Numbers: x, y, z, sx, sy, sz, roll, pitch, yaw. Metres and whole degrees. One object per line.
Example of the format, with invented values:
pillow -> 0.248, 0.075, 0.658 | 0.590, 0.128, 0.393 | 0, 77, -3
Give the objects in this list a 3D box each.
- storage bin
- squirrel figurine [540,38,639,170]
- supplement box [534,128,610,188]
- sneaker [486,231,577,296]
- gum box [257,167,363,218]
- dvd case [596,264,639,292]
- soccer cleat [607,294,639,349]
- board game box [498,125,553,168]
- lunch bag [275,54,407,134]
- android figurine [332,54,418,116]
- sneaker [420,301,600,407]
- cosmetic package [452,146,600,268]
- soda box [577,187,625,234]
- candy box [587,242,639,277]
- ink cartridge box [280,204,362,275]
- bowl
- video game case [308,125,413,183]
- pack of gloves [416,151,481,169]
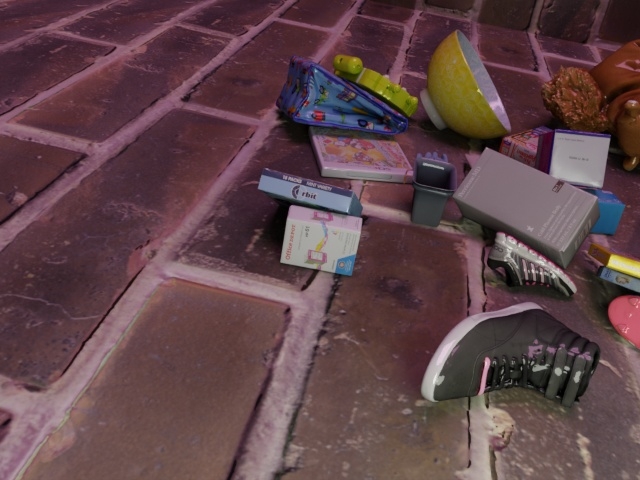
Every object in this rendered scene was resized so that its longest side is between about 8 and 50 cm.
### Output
storage bin -> 0.207, -0.092, 1.400 | 0.098, 0.091, 0.135 | 12, 29, 3
squirrel figurine -> 0.785, -0.340, 1.905 | 0.396, 0.281, 0.370 | 4, 38, 17
supplement box -> 0.532, -0.174, 1.541 | 0.111, 0.114, 0.220 | 7, 8, 8
sneaker -> 0.355, 0.055, 1.229 | 0.170, 0.075, 0.063 | 32, 11, -6
gum box -> -0.012, -0.073, 1.257 | 0.156, 0.041, 0.184 | 16, -4, 9
dvd case -> 0.599, 0.096, 1.188 | 0.253, 0.022, 0.180 | 24, 11, 31
soccer cleat -> 0.573, 0.156, 1.119 | 0.248, 0.083, 0.095 | 21, 2, 28
board game box -> 0.559, -0.225, 1.785 | 0.193, 0.045, 0.146 | -19, 41, -40
lunch bag -> 0.065, -0.321, 1.720 | 0.293, 0.138, 0.221 | 16, 14, -19
android figurine -> 0.144, -0.389, 1.831 | 0.248, 0.056, 0.273 | 28, 4, -32
sneaker -> 0.267, 0.167, 0.955 | 0.295, 0.105, 0.146 | -13, 32, -42
cosmetic package -> 0.383, -0.064, 1.347 | 0.238, 0.127, 0.107 | 30, -7, 30
soda box -> 0.500, -0.066, 1.466 | 0.210, 0.071, 0.067 | 6, 28, -8
candy box -> 0.517, 0.039, 1.206 | 0.105, 0.027, 0.206 | 17, 8, 10
ink cartridge box -> 0.000, 0.000, 1.178 | 0.122, 0.089, 0.052 | 11, 31, 1
bowl -> 0.346, -0.364, 1.816 | 0.156, 0.289, 0.289 | -27, 19, 23
video game case -> 0.087, -0.194, 1.604 | 0.206, 0.026, 0.227 | 4, 30, -12
pack of gloves -> 0.306, -0.140, 1.581 | 0.194, 0.046, 0.232 | 5, 23, 4
